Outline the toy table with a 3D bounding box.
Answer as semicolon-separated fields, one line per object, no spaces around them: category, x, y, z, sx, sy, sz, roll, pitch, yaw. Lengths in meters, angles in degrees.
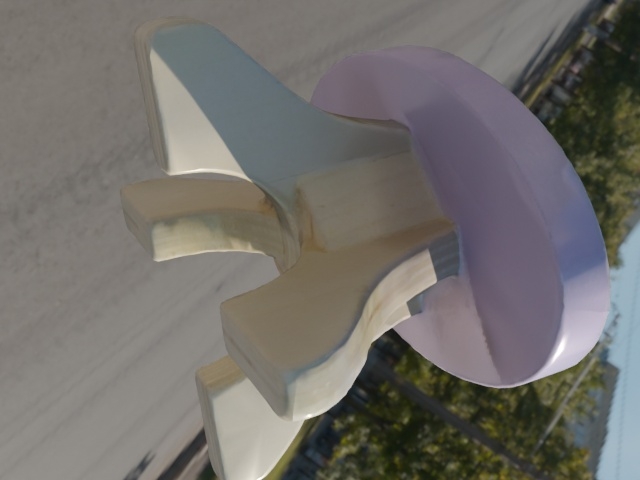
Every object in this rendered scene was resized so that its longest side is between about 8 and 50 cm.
toy table;0.000;0.000;0.479;0.161;0.252;0.274;-15;-167;-21
